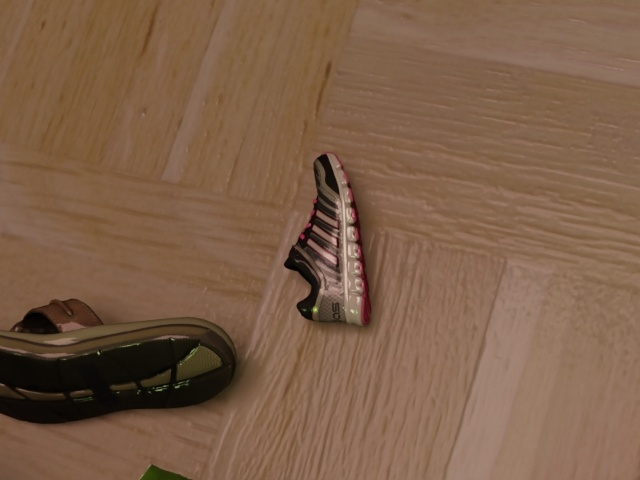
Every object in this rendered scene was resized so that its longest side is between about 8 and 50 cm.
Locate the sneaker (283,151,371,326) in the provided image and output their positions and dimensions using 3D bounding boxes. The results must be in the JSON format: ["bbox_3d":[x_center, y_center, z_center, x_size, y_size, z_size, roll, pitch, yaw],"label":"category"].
[{"bbox_3d":[0.000,0.000,1.176,0.075,0.063,0.170,-9,75,5],"label":"sneaker"}]

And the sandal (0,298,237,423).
[{"bbox_3d":[-0.220,0.104,1.189,0.303,0.120,0.086,-3,44,12],"label":"sandal"}]

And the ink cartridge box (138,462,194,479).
[{"bbox_3d":[-0.114,0.293,1.008,0.097,0.255,0.188,36,85,22],"label":"ink cartridge box"}]
